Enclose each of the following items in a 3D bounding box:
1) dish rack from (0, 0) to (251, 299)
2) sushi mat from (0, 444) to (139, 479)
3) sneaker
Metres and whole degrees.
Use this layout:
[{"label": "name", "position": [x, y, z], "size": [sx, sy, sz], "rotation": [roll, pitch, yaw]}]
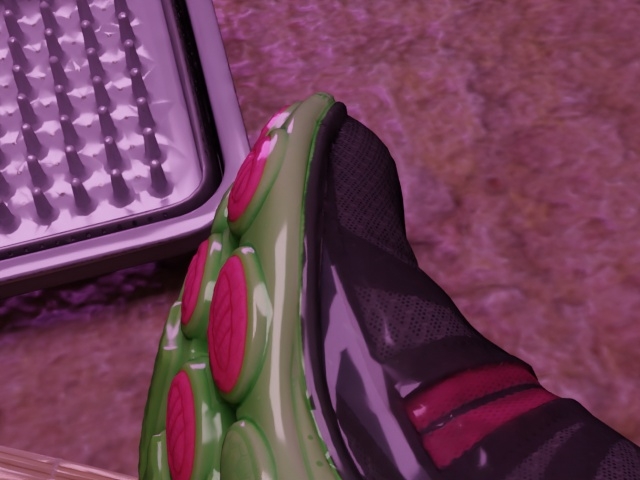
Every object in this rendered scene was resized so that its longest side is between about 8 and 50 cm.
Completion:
[{"label": "dish rack", "position": [-0.203, -0.098, 0.923], "size": [0.285, 0.072, 0.333], "rotation": [-13, 56, -4]}, {"label": "sushi mat", "position": [-0.148, 0.163, 0.671], "size": [0.316, 0.019, 0.151], "rotation": [11, 43, 12]}, {"label": "sneaker", "position": [0.045, 0.122, 0.611], "size": [0.202, 0.185, 0.483], "rotation": [12, 39, -26]}]
